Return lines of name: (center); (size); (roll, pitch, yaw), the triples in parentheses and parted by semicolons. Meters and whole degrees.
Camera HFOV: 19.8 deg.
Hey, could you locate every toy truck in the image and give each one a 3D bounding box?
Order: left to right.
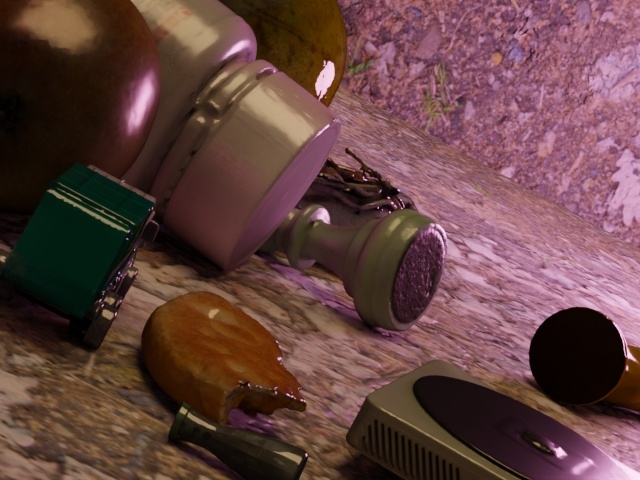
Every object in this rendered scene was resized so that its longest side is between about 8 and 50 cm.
toy truck: (-0.207, 0.007, 1.577); (0.114, 0.124, 0.253); (28, 13, -2)

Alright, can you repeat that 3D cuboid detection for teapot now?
teapot: (-0.067, 0.160, 1.410); (0.110, 0.043, 0.043); (24, 11, 7)

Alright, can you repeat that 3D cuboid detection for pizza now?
pizza: (-0.088, 0.103, 1.565); (0.134, 0.056, 0.271); (19, 12, -24)

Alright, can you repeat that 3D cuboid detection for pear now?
pear: (-0.138, -0.272, 2.485); (0.352, 0.352, 0.413); (31, 21, 19)

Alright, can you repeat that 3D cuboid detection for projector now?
projector: (0.168, 0.207, 1.612); (0.257, 0.079, 0.259); (29, 11, 14)

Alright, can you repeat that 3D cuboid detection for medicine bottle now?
medicine bottle: (-0.165, -0.142, 1.993); (0.325, 0.256, 0.256); (39, 13, 8)

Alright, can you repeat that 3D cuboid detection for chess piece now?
chess piece: (0.000, 0.000, 2.103); (0.271, 0.139, 0.139); (21, 7, 28)

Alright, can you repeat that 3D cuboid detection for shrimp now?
shrimp: (0.009, -0.056, 2.225); (0.343, 0.145, 0.116); (32, -20, -32)

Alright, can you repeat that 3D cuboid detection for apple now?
apple: (-0.281, -0.149, 1.755); (0.257, 0.257, 0.234); (25, 9, -7)

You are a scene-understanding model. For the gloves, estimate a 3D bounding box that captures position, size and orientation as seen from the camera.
gloves: (0.365, 0.157, 2.260); (0.133, 0.116, 0.294); (41, 10, 28)
